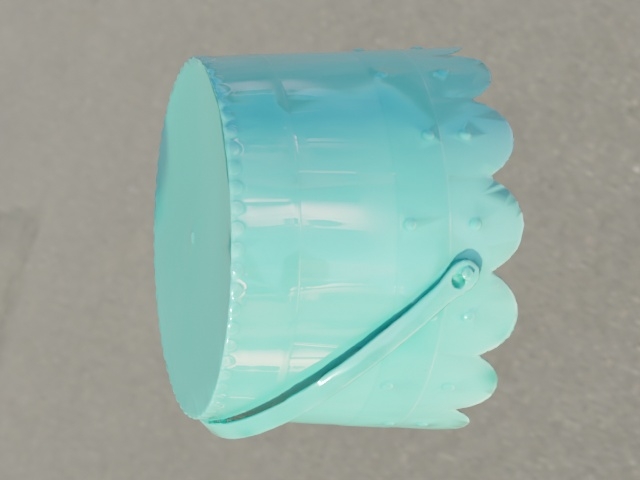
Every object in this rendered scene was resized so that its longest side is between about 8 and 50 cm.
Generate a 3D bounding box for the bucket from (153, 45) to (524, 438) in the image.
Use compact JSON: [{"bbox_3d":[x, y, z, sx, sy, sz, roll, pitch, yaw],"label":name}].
[{"bbox_3d":[0.000,0.000,1.215,0.281,0.183,0.281,180,90,-74],"label":"bucket"}]
